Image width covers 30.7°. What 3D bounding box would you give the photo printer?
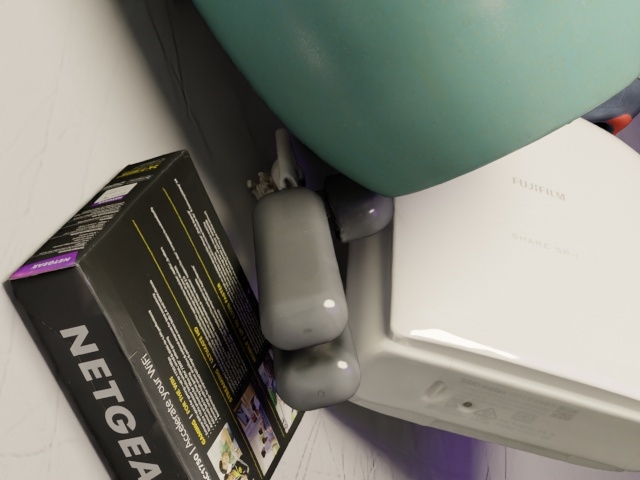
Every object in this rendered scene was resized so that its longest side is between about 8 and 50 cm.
[{"bbox_3d":[0.144,0.004,0.892,0.256,0.107,0.307,17,48,-14],"label":"photo printer"}]

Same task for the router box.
[{"bbox_3d":[-0.077,0.059,0.620,0.179,0.046,0.133,67,27,-20],"label":"router box"}]

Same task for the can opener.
[{"bbox_3d":[0.000,0.000,0.701,0.280,0.093,0.074,-91,168,-66],"label":"can opener"}]

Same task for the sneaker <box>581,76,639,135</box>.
[{"bbox_3d":[0.156,-0.156,1.021,0.350,0.148,0.131,11,38,-27],"label":"sneaker"}]

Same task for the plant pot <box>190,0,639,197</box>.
[{"bbox_3d":[0.065,-0.168,0.705,0.235,0.293,0.293,63,27,-7],"label":"plant pot"}]
